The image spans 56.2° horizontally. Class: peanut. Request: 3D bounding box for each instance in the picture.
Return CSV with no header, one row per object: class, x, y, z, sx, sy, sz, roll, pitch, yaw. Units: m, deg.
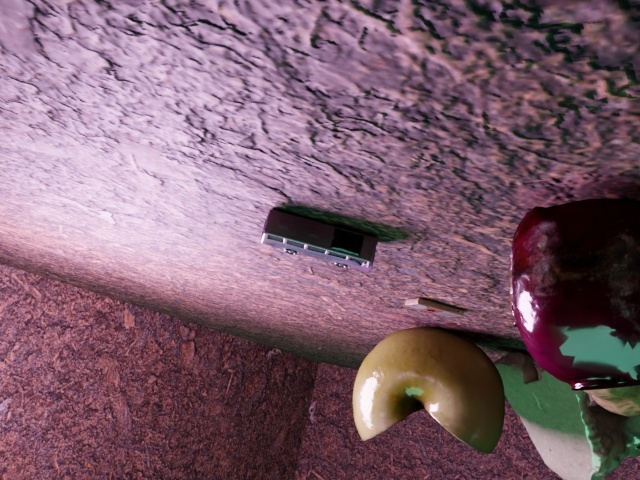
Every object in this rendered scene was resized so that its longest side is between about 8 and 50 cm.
peanut,0.396,0.162,0.792,0.124,0.123,0.257,2,158,37

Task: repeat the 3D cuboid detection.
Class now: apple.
apple,0.219,0.291,1.206,0.295,0.233,0.258,1,178,25

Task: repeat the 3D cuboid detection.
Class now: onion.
onion,0.237,0.048,0.438,0.198,0.135,0.173,1,164,35

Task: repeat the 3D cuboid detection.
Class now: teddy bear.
teddy bear,0.615,0.344,1.325,0.362,0.375,0.327,-27,-172,-31

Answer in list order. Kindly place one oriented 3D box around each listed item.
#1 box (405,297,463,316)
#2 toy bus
box,0.185,0.110,0.974,0.083,0.012,0.046,16,167,-16
toy bus,0.000,0.000,0.670,0.131,0.037,0.052,16,161,-5
